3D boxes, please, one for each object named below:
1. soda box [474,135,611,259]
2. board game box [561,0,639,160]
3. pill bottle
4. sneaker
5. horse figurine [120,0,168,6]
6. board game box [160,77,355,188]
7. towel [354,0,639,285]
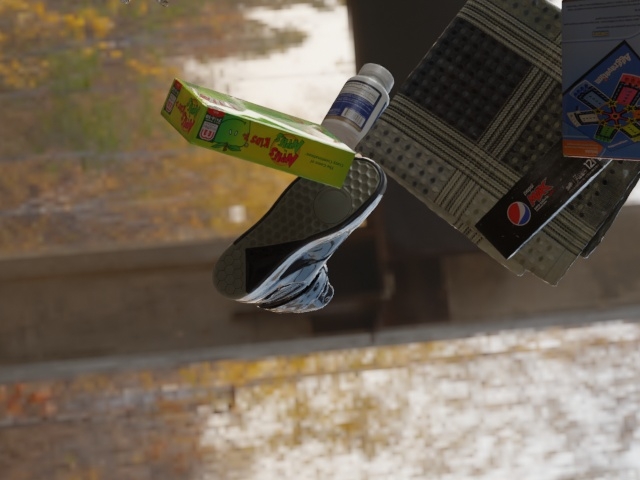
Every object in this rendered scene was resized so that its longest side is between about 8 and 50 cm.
[{"bbox_3d":[0.257,-0.056,1.785,0.169,0.060,0.053,-47,171,30],"label":"soda box"},{"bbox_3d":[0.294,-0.138,1.303,0.281,0.027,0.145,11,-77,63],"label":"board game box"},{"bbox_3d":[0.051,-0.178,2.085,0.120,0.067,0.067,-60,169,-28],"label":"pill bottle"},{"bbox_3d":[-0.001,-0.001,1.772,0.086,0.226,0.163,58,12,24],"label":"sneaker"},{"bbox_3d":[-0.183,-0.418,2.122,0.066,0.263,0.174,46,6,27],"label":"horse figurine"},{"bbox_3d":[-0.064,-0.110,1.598,0.092,0.181,0.043,44,-65,56],"label":"board game box"},{"bbox_3d":[0.262,-0.142,1.989,0.312,0.324,0.056,-53,169,-4],"label":"towel"}]
